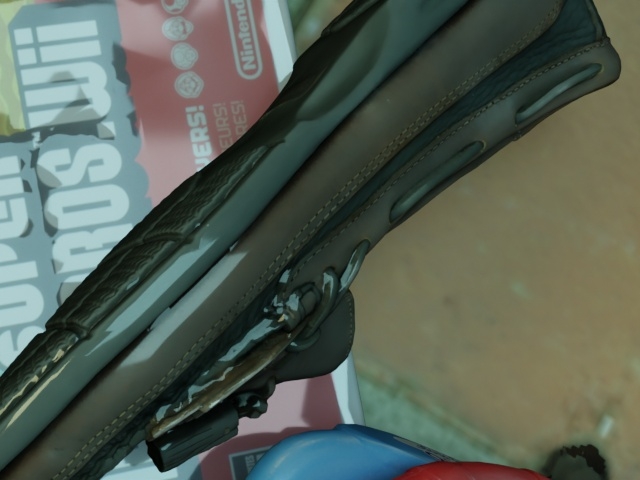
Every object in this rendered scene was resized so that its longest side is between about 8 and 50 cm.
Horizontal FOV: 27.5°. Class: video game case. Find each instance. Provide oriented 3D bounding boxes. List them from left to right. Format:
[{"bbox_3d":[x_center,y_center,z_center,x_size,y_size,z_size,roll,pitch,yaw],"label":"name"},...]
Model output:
[{"bbox_3d":[-0.134,0.018,0.423,0.285,0.025,0.204,-9,86,-15],"label":"video game case"}]

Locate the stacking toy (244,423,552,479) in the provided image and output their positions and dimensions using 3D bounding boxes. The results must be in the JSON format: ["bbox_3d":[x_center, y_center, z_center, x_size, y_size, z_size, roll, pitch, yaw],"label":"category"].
[{"bbox_3d":[0.094,0.154,0.314,0.175,0.302,0.165,26,79,-31],"label":"stacking toy"}]

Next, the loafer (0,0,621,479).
[{"bbox_3d":[0.000,0.000,0.401,0.084,0.096,0.267,45,73,-12],"label":"loafer"}]
